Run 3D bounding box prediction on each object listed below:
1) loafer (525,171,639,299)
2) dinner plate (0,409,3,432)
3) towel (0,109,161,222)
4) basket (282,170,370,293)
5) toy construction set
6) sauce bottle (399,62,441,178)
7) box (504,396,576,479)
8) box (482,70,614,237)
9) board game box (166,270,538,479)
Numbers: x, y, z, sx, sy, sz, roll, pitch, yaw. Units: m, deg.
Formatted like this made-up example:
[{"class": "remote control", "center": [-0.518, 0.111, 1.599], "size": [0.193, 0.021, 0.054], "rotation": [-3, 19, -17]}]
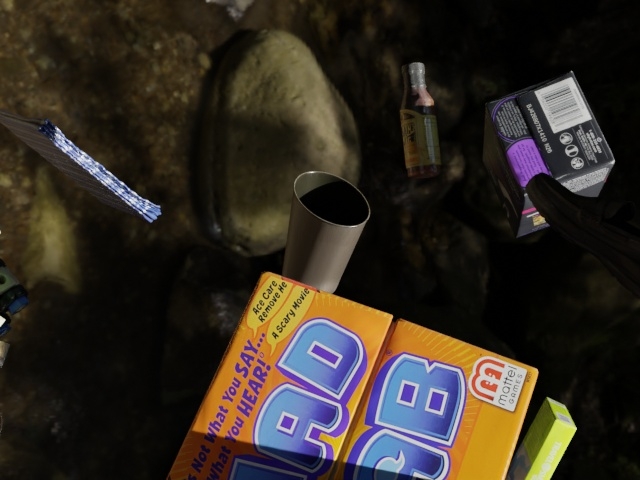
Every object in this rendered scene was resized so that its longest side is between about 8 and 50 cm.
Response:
[{"class": "loafer", "center": [0.338, -0.018, 1.007], "size": [0.076, 0.223, 0.078], "rotation": [-1, 128, -46]}, {"class": "dinner plate", "center": [-0.589, 0.334, 1.432], "size": [0.017, 0.141, 0.141], "rotation": [60, 38, -45]}, {"class": "towel", "center": [-0.502, -0.158, 1.771], "size": [0.336, 0.243, 0.040], "rotation": [45, 71, -42]}, {"class": "basket", "center": [0.000, 0.000, 1.851], "size": [0.154, 0.204, 0.227], "rotation": [-5, 129, -26]}, {"class": "toy construction set", "center": [-0.549, 0.140, 1.265], "size": [0.215, 0.328, 0.151], "rotation": [-37, 101, -44]}, {"class": "sauce bottle", "center": [0.111, -0.135, 0.967], "size": [0.042, 0.042, 0.128], "rotation": [0, 82, -56]}, {"class": "box", "center": [0.353, 0.356, 1.399], "size": [0.109, 0.042, 0.178], "rotation": [-57, 171, -79]}, {"class": "box", "center": [0.357, -0.128, 1.378], "size": [0.270, 0.143, 0.165], "rotation": [55, 16, -74]}, {"class": "board game box", "center": [0.039, 0.313, 1.124], "size": [0.356, 0.356, 0.356], "rotation": [79, 33, -66]}]
